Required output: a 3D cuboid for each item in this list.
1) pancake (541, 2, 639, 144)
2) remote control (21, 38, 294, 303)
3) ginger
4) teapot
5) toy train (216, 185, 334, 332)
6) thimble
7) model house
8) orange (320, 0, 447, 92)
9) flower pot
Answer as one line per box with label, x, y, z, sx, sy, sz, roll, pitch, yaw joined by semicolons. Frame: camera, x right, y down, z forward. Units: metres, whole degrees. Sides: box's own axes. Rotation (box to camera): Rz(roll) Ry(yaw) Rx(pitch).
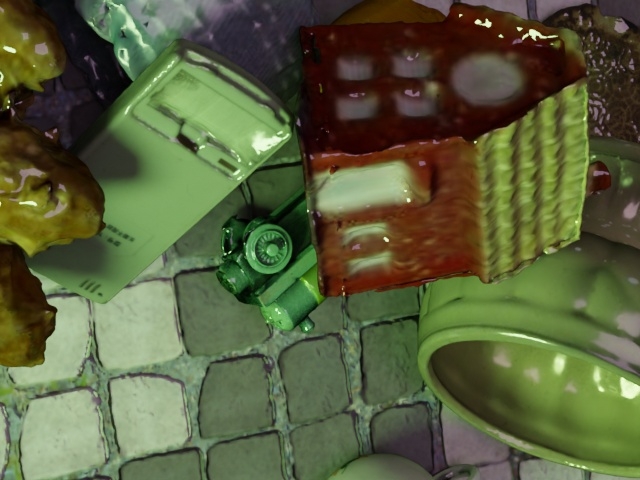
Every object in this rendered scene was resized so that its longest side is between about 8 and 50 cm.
pancake;0.281;-0.153;1.373;0.199;0.021;0.199;0;91;-23
remote control;-0.147;-0.051;1.069;0.123;0.285;0.038;31;40;-24
ginger;-0.312;-0.061;1.022;0.274;0.152;0.357;-12;95;1
teapot;0.067;0.274;1.256;0.226;0.092;0.145;-23;101;-25
toy train;0.000;0.000;1.223;0.200;0.083;0.132;-41;109;-17
thimble;-0.123;-0.186;1.107;0.172;0.205;0.236;-42;136;-12
model house;0.111;-0.075;1.061;0.254;0.196;0.160;-7;50;1
orange;0.070;-0.155;1.206;0.159;0.159;0.136;17;119;-23
flower pot;0.261;0.057;1.234;0.307;0.307;0.244;33;65;-21
